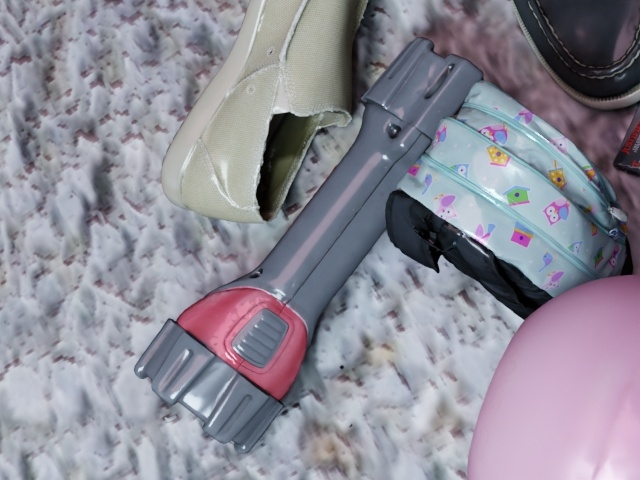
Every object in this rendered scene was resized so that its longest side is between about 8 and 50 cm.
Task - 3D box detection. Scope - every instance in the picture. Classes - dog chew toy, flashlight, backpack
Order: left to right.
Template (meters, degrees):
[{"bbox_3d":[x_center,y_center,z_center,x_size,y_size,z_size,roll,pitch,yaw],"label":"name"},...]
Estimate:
[{"bbox_3d":[0.000,0.000,1.203,0.103,0.103,0.304,34,85,32],"label":"flashlight"},{"bbox_3d":[0.119,-0.021,1.105,0.152,0.182,0.115,28,87,28],"label":"backpack"},{"bbox_3d":[0.257,0.149,0.996,0.332,0.206,0.206,20,83,18],"label":"dog chew toy"}]

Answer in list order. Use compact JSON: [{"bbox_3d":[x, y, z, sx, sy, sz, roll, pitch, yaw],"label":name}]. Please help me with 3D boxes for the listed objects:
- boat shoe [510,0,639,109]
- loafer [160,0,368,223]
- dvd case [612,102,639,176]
[{"bbox_3d":[0.170,-0.260,1.192,0.127,0.113,0.340,-8,71,22],"label":"boat shoe"},{"bbox_3d":[-0.012,-0.124,1.243,0.092,0.102,0.268,33,100,21],"label":"loafer"},{"bbox_3d":[0.265,-0.068,1.152,0.119,0.013,0.087,22,84,26],"label":"dvd case"}]
